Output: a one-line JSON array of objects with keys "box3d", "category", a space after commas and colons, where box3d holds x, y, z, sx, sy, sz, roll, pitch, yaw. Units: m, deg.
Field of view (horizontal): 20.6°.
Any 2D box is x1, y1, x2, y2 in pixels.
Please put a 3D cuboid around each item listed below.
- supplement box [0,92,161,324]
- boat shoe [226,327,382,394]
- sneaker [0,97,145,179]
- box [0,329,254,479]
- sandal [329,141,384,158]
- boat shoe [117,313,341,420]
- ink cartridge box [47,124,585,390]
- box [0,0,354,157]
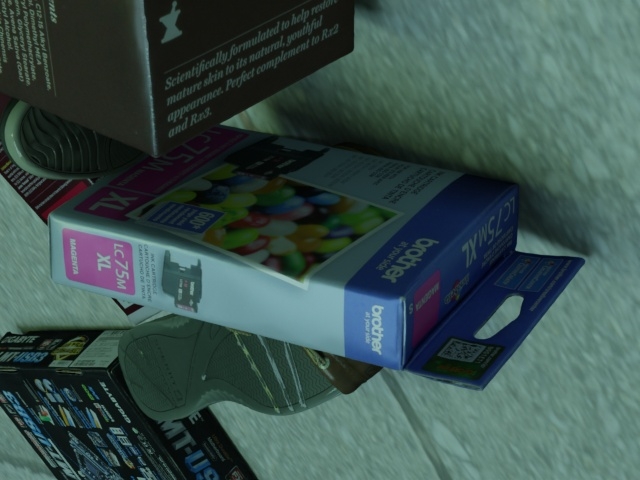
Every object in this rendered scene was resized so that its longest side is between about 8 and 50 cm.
[{"box3d": [-0.191, -0.049, 1.502, 0.239, 0.073, 0.130, 49, 150, -8], "category": "supplement box"}, {"box3d": [-0.047, 0.024, 1.320, 0.257, 0.095, 0.095, 35, 178, 36], "category": "boat shoe"}, {"box3d": [-0.168, -0.100, 1.243, 0.118, 0.222, 0.083, 0, 113, 37], "category": "sneaker"}, {"box3d": [-0.197, 0.224, 1.849, 0.293, 0.073, 0.295, -4, 125, 54], "category": "box"}, {"box3d": [-0.006, -0.037, 1.307, 0.180, 0.049, 0.072, 14, 137, 43], "category": "sandal"}, {"box3d": [-0.048, 0.084, 1.476, 0.320, 0.103, 0.118, -20, 92, 51], "category": "boat shoe"}, {"box3d": [0.000, 0.000, 1.165, 0.311, 0.186, 0.065, 15, 121, 24], "category": "ink cartridge box"}, {"box3d": [-0.179, -0.200, 1.164, 0.381, 0.191, 0.143, 22, 129, 36], "category": "box"}]
